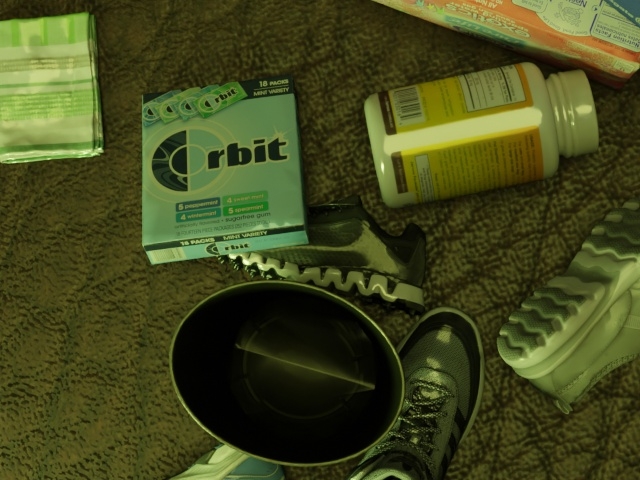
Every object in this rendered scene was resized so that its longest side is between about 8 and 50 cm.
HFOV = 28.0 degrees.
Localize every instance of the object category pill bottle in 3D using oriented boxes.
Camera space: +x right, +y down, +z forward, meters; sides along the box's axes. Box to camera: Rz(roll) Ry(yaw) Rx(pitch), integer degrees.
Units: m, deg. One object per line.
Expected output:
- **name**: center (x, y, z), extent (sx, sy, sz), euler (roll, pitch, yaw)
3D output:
- **pill bottle**: center (0.157, -0.106, 1.255), extent (0.215, 0.117, 0.117), euler (-11, 86, 4)

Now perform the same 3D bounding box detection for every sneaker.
- **sneaker**: center (-0.128, 0.268, 1.271), extent (0.211, 0.080, 0.081), euler (-33, 81, 3)
- **sneaker**: center (0.000, 0.000, 1.285), extent (0.234, 0.078, 0.106), euler (14, 81, 5)
- **sneaker**: center (0.303, 0.052, 1.262), extent (0.281, 0.105, 0.115), euler (-39, 118, -3)
- **sneaker**: center (0.090, 0.191, 1.223), extent (0.101, 0.153, 0.268), euler (21, 88, 5)

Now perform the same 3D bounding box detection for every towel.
- **towel**: center (-0.286, -0.160, 1.339), extent (0.113, 0.023, 0.152), euler (-4, 86, 3)

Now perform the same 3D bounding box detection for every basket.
- **basket**: center (-0.022, 0.119, 1.199), extent (0.204, 0.227, 0.154), euler (15, 87, 4)

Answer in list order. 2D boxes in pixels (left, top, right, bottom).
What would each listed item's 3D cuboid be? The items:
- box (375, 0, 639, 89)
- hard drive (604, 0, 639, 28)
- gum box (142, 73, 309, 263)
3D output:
- **box**: center (0.187, -0.273, 1.252), extent (0.300, 0.142, 0.154), euler (20, 88, 5)
- **hard drive**: center (0.241, -0.255, 1.014), extent (0.210, 0.319, 0.040), euler (39, 90, 5)
- **gum box**: center (-0.096, -0.073, 1.272), extent (0.157, 0.041, 0.184), euler (-8, 58, 4)
